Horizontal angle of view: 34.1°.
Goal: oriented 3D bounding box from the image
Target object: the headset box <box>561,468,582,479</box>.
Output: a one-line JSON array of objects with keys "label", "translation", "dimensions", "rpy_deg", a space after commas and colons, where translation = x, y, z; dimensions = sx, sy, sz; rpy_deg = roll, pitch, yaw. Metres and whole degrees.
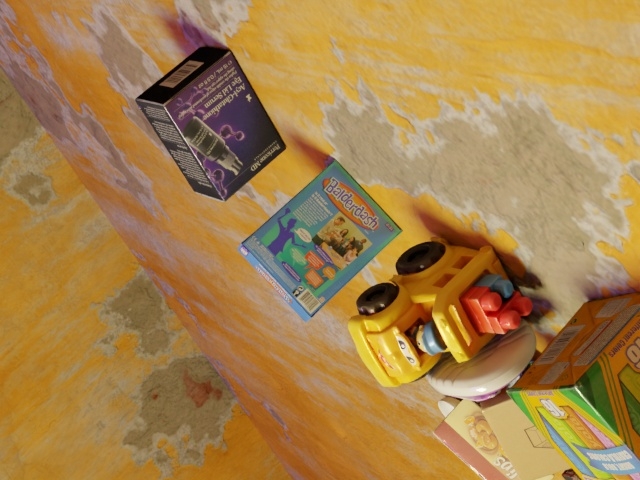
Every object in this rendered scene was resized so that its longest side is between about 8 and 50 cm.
[{"label": "headset box", "translation": [0.427, 0.372, 1.651], "dimensions": [0.062, 0.083, 0.032], "rpy_deg": [51, 161, -9]}]

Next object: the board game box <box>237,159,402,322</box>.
[{"label": "board game box", "translation": [0.000, 0.000, 1.638], "dimensions": [0.160, 0.210, 0.047], "rpy_deg": [47, 162, 2]}]

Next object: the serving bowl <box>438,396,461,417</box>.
[{"label": "serving bowl", "translation": [0.264, 0.328, 1.990], "dimensions": [0.083, 0.027, 0.083], "rpy_deg": [41, 160, 18]}]

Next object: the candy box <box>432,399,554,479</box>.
[{"label": "candy box", "translation": [0.296, 0.356, 1.745], "dimensions": [0.183, 0.087, 0.316], "rpy_deg": [41, 179, 16]}]

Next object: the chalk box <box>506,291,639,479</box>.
[{"label": "chalk box", "translation": [0.410, 0.227, 1.271], "dimensions": [0.289, 0.180, 0.179], "rpy_deg": [48, 161, -4]}]

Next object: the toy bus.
[{"label": "toy bus", "translation": [0.183, 0.107, 1.469], "dimensions": [0.211, 0.220, 0.149], "rpy_deg": [4, 129, 55]}]

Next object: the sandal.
[{"label": "sandal", "translation": [0.235, 0.189, 1.595], "dimensions": [0.102, 0.169, 0.416], "rpy_deg": [56, 172, -7]}]

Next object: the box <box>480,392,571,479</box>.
[{"label": "box", "translation": [0.349, 0.257, 1.474], "dimensions": [0.164, 0.201, 0.021], "rpy_deg": [58, -160, -28]}]

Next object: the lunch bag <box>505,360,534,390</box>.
[{"label": "lunch bag", "translation": [0.345, 0.259, 1.605], "dimensions": [0.151, 0.096, 0.129], "rpy_deg": [54, 166, 21]}]

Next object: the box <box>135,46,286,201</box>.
[{"label": "box", "translation": [-0.180, -0.193, 1.731], "dimensions": [0.108, 0.153, 0.207], "rpy_deg": [19, 147, 52]}]
